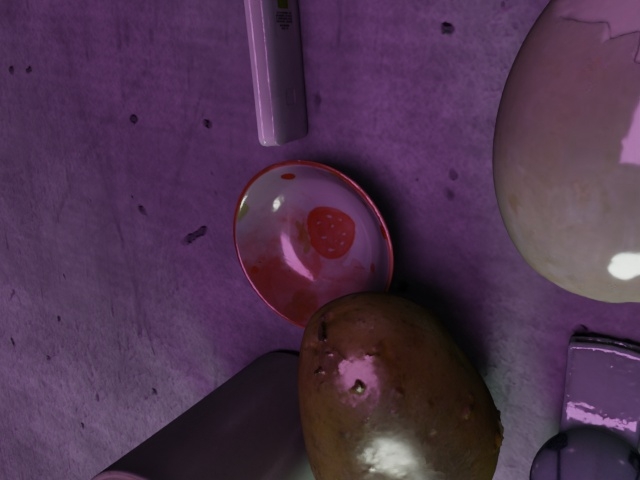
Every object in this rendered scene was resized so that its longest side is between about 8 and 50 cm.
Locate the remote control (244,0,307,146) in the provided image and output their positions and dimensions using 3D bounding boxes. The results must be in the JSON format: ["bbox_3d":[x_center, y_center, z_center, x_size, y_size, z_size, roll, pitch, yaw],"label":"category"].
[{"bbox_3d":[-0.059,-0.258,0.807,0.034,0.103,0.250,5,111,25],"label":"remote control"}]

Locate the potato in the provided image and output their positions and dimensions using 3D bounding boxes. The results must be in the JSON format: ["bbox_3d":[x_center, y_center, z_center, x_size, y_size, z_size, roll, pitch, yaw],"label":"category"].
[{"bbox_3d":[0.105,0.223,0.788,0.269,0.219,0.359,-13,121,-2],"label":"potato"}]

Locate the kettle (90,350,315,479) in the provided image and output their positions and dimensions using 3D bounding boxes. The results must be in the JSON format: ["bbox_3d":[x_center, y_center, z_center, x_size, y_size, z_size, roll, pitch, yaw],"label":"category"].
[{"bbox_3d":[-0.152,0.383,0.929,0.250,0.376,0.361,41,122,11],"label":"kettle"}]

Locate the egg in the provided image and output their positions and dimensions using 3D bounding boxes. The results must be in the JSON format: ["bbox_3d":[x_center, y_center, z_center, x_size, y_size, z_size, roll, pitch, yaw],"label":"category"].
[{"bbox_3d":[0.305,-0.119,0.538,0.278,0.278,0.336,17,121,24],"label":"egg"}]

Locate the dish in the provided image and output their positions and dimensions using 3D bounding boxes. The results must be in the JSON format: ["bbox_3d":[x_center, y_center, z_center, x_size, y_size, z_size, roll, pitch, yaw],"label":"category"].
[{"bbox_3d":[0.000,0.000,0.879,0.260,0.085,0.260,12,115,26],"label":"dish"}]

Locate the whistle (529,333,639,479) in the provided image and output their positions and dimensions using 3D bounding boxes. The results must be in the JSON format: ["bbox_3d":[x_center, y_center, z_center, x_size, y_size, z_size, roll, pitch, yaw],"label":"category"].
[{"bbox_3d":[0.341,0.280,0.743,0.163,0.163,0.290,6,111,28],"label":"whistle"}]
